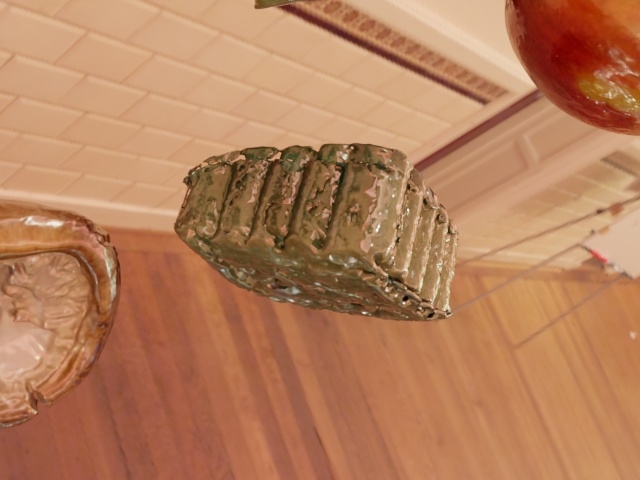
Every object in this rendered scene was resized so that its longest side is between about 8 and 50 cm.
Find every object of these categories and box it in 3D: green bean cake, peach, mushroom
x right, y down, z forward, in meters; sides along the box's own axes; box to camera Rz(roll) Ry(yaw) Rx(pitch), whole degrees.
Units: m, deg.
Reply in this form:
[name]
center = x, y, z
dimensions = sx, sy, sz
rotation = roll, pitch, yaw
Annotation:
[green bean cake]
center = 0.000, 0.000, 0.883
dimensions = 0.241, 0.255, 0.132
rotation = 38, 59, -60
[peach]
center = 0.358, -0.282, 0.942
dimensions = 0.308, 0.308, 0.332
rotation = 18, 45, -50
[mushroom]
center = -0.143, 0.030, 0.354
dimensions = 0.123, 0.123, 0.052
rotation = 18, 22, -50

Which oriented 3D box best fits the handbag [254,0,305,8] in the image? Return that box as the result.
[handbag]
center = -0.006, -0.498, 1.273
dimensions = 0.263, 0.222, 0.241
rotation = -33, 120, -42
